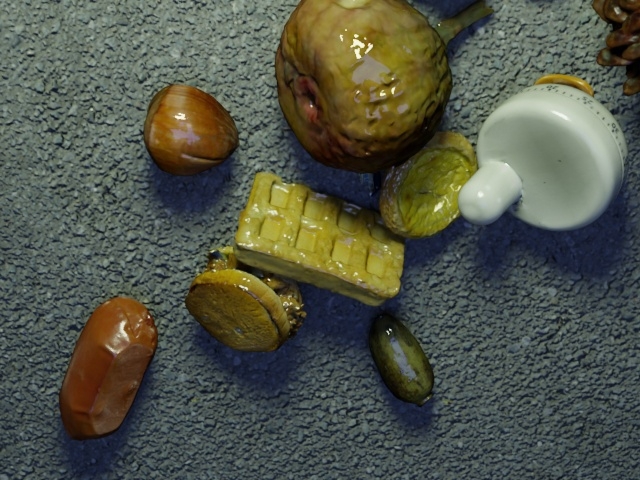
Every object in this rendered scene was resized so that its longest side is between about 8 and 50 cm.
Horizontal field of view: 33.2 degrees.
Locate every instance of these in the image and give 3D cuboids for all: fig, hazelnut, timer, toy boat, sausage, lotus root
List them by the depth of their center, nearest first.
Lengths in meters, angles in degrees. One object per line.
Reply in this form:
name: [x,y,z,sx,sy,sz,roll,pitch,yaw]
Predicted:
fig: [0.125,-0.268,1.607,0.369,0.286,0.286,-25,107,-18]
timer: [0.341,-0.115,1.642,0.233,0.240,0.233,25,136,26]
hazelnut: [-0.200,-0.173,1.657,0.150,0.150,0.150,0,107,-1]
toy boat: [0.077,-0.109,1.741,0.038,0.038,0.083,-13,107,3]
sausage: [-0.355,0.213,1.785,0.133,0.133,0.258,21,106,-7]
lotus root: [0.133,0.205,1.813,0.080,0.089,0.179,-35,101,-24]

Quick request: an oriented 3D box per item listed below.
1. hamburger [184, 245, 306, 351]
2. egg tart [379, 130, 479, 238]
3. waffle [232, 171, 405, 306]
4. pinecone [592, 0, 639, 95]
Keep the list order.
hamburger: [-0.110,0.096,1.732,0.191,0.118,0.181,15,142,25]
egg tart: [0.163,-0.093,1.703,0.191,0.074,0.191,-18,124,-29]
waffle: [0.000,0.000,1.708,0.274,0.168,0.057,19,136,-8]
pinecone: [0.597,-0.325,1.514,0.398,0.397,0.397,0,107,-1]
